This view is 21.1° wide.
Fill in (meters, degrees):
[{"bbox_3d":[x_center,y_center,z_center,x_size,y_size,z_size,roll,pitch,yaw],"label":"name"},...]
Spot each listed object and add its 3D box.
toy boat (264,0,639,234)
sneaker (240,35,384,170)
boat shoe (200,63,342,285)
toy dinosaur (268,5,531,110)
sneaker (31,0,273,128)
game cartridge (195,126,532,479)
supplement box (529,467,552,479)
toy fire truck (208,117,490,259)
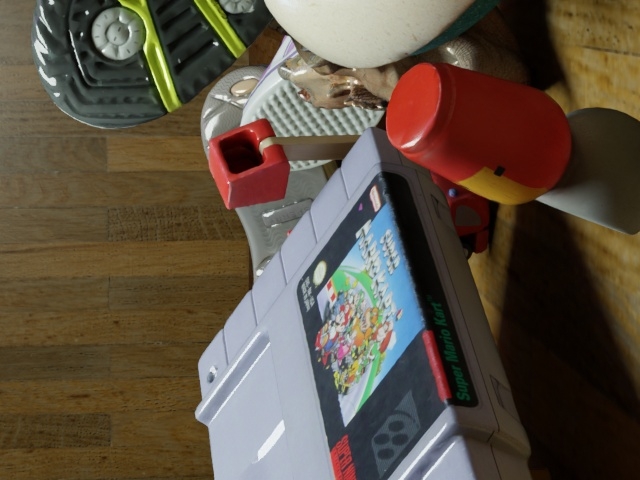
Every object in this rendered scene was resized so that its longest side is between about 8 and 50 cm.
[{"bbox_3d":[0.084,-0.142,0.885,0.267,0.148,0.318,-43,43,39],"label":"toy boat"},{"bbox_3d":[0.021,-0.188,1.443,0.282,0.102,0.161,-50,30,39],"label":"sneaker"},{"bbox_3d":[0.000,0.000,1.599,0.130,0.132,0.355,-49,-54,-68],"label":"boat shoe"},{"bbox_3d":[0.067,-0.122,1.111,0.127,0.200,0.296,-51,42,-1],"label":"toy dinosaur"},{"bbox_3d":[-0.054,-0.241,1.075,0.384,0.145,0.147,-62,6,0],"label":"sneaker"},{"bbox_3d":[0.013,0.108,0.997,0.230,0.068,0.355,-58,25,27],"label":"game cartridge"},{"bbox_3d":[0.081,0.271,1.027,0.191,0.129,0.194,-101,13,-53],"label":"supplement box"},{"bbox_3d":[0.025,-0.030,1.161,0.047,0.192,0.135,-117,18,-44],"label":"toy fire truck"}]
